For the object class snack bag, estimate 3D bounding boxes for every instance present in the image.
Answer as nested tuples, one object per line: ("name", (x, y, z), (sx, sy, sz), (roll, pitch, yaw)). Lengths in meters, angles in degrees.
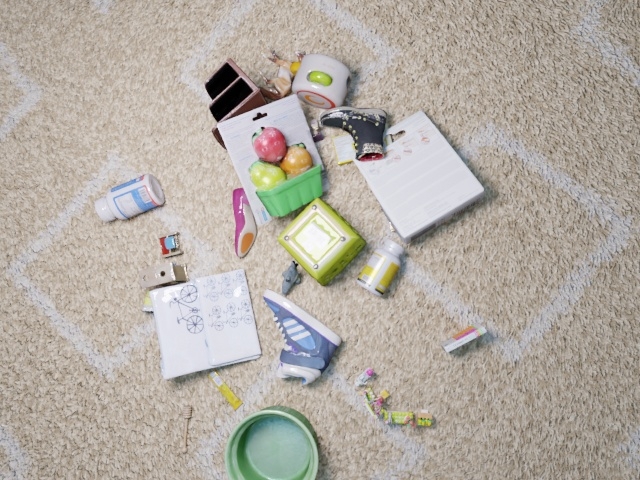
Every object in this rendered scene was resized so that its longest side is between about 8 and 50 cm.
("snack bag", (-0.401, 0.283, 1.667), (0.342, 0.037, 0.323), (-10, 83, -15))

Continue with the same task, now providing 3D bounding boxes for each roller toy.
("roller toy", (0.006, -0.558, 1.689), (0.209, 0.191, 0.146), (16, 86, 47))

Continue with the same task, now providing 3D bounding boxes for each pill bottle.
("pill bottle", (0.209, 0.091, 1.638), (0.103, 0.103, 0.184), (32, 88, 9))
("pill bottle", (-0.697, -0.149, 1.757), (0.221, 0.124, 0.124), (-20, 82, 4))

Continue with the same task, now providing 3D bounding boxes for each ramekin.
("ramekin", (-0.149, 0.697, 1.590), (0.303, 0.148, 0.303), (-1, 84, 7))

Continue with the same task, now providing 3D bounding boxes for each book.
("book", (0.468, 0.321, 1.587), (0.144, 0.096, 0.035), (-28, 82, 3))

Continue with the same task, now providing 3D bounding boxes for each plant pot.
("plant pot", (0.000, 0.000, 1.620), (0.227, 0.207, 0.228), (-45, 80, 1))

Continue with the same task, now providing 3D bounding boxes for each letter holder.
("letter holder", (-0.297, -0.437, 1.652), (0.214, 0.302, 0.152), (-42, 81, 1))

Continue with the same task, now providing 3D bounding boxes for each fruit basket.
("fruit basket", (-0.149, -0.272, 1.621), (0.327, 0.165, 0.353), (-32, 105, -31))

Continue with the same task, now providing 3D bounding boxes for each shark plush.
("shark plush", (-0.097, 0.125, 1.653), (0.073, 0.161, 0.067), (36, 51, -1))

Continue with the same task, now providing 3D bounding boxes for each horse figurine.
("horse figurine", (-0.152, -0.596, 1.736), (0.174, 0.066, 0.263), (24, 65, -21))

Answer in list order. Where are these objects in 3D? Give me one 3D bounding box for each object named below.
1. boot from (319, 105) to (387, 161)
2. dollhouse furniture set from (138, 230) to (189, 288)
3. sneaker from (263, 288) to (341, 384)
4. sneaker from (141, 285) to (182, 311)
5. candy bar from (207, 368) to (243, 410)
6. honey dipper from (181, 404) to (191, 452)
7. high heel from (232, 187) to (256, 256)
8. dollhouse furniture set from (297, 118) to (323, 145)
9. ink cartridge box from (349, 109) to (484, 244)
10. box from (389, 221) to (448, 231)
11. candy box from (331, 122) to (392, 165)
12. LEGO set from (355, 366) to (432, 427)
("boot", (0.113, -0.368, 1.672), (0.236, 0.085, 0.178), (1, 71, 4))
("dollhouse furniture set", (-0.568, 0.068, 1.715), (0.129, 0.129, 0.183), (-14, 83, 5))
("sneaker", (-0.113, 0.341, 1.633), (0.323, 0.130, 0.236), (35, 85, 3))
("sneaker", (-0.537, 0.210, 1.724), (0.208, 0.081, 0.094), (0, 77, 5))
("candy bar", (-0.338, 0.522, 1.696), (0.040, 0.018, 0.161), (-42, 81, -3))
("honey dipper", (-0.474, 0.663, 1.693), (0.030, 0.030, 0.160), (4, 87, 7))
("high heel", (-0.293, -0.067, 1.739), (0.117, 0.082, 0.244), (15, 99, 36))
("dollhouse furniture set", (-0.059, -0.403, 1.740), (0.114, 0.091, 0.081), (-17, 67, 7))
("ink cartridge box", (0.323, -0.221, 1.664), (0.308, 0.091, 0.385), (-31, 66, 3))
("box", (0.332, -0.123, 1.688), (0.201, 0.021, 0.164), (-9, 83, 5))
("candy box", (0.151, -0.345, 1.730), (0.206, 0.027, 0.105), (-14, 79, 5))
("LEGO set", (0.229, 0.553, 1.583), (0.287, 0.107, 0.132), (36, 89, 9))
